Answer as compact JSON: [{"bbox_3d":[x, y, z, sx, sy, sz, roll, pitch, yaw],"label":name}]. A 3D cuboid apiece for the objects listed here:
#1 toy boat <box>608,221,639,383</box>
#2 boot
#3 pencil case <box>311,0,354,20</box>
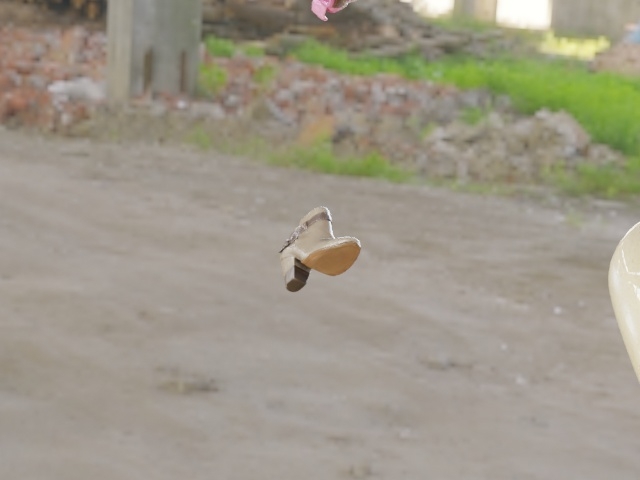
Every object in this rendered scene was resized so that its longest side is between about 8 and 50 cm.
[{"bbox_3d":[0.350,0.082,1.284,0.148,0.267,0.318,-22,8,16],"label":"toy boat"},{"bbox_3d":[0.000,0.000,1.529,0.118,0.087,0.042,-30,-55,35],"label":"boot"},{"bbox_3d":[0.089,-0.226,1.109,0.209,0.098,0.095,-11,31,-14],"label":"pencil case"}]
